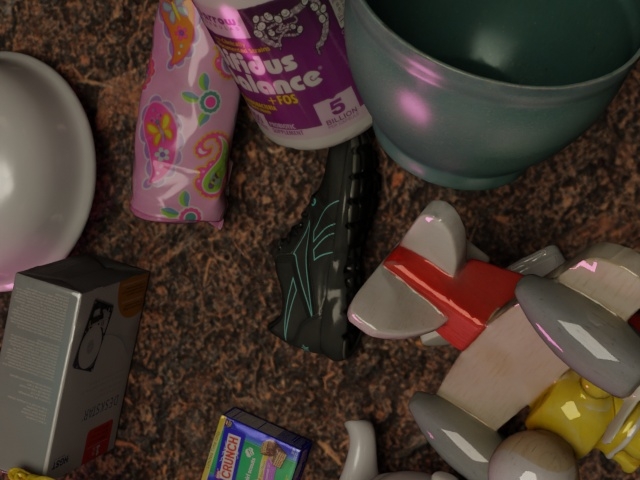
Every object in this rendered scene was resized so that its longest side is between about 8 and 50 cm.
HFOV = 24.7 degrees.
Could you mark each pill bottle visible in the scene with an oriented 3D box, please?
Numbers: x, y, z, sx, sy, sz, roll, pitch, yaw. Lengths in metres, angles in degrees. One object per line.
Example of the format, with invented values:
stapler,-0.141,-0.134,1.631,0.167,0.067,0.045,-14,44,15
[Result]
pill bottle,-0.041,-0.250,1.499,0.169,0.169,0.301,-10,134,21

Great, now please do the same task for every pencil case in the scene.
pencil case,-0.144,-0.154,1.657,0.124,0.124,0.284,12,101,18

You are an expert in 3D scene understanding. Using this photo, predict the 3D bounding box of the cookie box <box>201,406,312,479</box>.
cookie box,-0.076,0.260,1.718,0.107,0.040,0.092,21,104,17

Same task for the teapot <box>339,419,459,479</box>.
teapot,0.107,0.334,1.551,0.256,0.252,0.187,23,108,2

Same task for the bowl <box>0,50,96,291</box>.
bowl,-0.422,-0.083,1.729,0.298,0.134,0.298,0,91,27

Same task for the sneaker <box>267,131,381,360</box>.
sneaker,0.000,0.000,1.629,0.106,0.101,0.267,11,100,21

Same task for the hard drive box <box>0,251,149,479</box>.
hard drive box,-0.297,0.145,1.711,0.089,0.181,0.232,17,103,16

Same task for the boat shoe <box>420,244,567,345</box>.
boat shoe,0.186,0.060,1.592,0.184,0.066,0.063,-28,65,27

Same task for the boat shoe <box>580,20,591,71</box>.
boat shoe,0.317,-0.220,1.505,0.083,0.065,0.183,8,100,17

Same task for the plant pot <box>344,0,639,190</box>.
plant pot,0.153,-0.174,1.435,0.293,0.293,0.196,29,137,15

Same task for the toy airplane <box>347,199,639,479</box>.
toy airplane,0.203,0.132,1.422,0.384,0.386,0.272,-3,57,33

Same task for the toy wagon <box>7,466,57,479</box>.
toy wagon,-0.318,0.394,1.717,0.267,0.068,0.344,13,139,18
